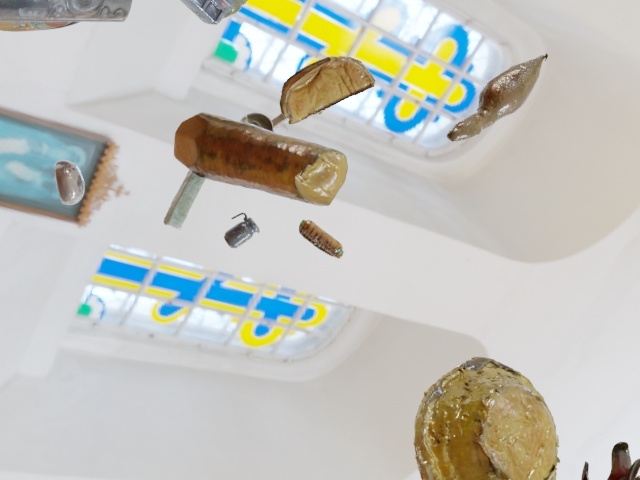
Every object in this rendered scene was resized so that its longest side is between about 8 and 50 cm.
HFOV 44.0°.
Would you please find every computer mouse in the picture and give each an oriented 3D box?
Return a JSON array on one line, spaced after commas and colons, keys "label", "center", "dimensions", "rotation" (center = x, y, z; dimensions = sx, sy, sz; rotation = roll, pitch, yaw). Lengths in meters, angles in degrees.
[{"label": "computer mouse", "center": [-0.382, -0.090, 1.213], "dimensions": [0.096, 0.040, 0.065], "rotation": [-138, -141, -66]}]

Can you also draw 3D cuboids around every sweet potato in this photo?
[{"label": "sweet potato", "center": [0.317, -0.250, 1.436], "dimensions": [0.269, 0.074, 0.075], "rotation": [-41, -151, -21]}]

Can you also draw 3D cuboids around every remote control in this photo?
[{"label": "remote control", "center": [-0.460, -0.406, 1.281], "dimensions": [0.044, 0.378, 0.107], "rotation": [38, -58, 24]}]

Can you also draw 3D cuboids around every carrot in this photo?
[{"label": "carrot", "center": [-0.110, -0.137, 1.329], "dimensions": [0.302, 0.114, 0.114], "rotation": [18, -90, 25]}]

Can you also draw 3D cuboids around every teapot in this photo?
[{"label": "teapot", "center": [-0.195, -0.024, 1.922], "dimensions": [0.083, 0.049, 0.063], "rotation": [-35, -115, 4]}]

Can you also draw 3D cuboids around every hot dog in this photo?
[{"label": "hot dog", "center": [0.000, 0.000, 1.706], "dimensions": [0.049, 0.122, 0.037], "rotation": [-36, -158, 49]}]

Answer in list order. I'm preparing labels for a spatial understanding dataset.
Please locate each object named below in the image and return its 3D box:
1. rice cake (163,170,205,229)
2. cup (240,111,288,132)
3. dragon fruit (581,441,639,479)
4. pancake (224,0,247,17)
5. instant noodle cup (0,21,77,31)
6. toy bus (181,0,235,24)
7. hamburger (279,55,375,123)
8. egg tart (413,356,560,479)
[{"label": "rice cake", "center": [-0.235, -0.099, 1.443], "dimensions": [0.029, 0.033, 0.170], "rotation": [15, -103, 54]}, {"label": "cup", "center": [-0.122, -0.222, 1.639], "dimensions": [0.102, 0.074, 0.099], "rotation": [-56, 171, -15]}, {"label": "dragon fruit", "center": [0.458, 0.428, 1.150], "dimensions": [0.193, 0.192, 0.274], "rotation": [-64, 156, -48]}, {"label": "pancake", "center": [-0.199, -0.581, 1.624], "dimensions": [0.037, 0.254, 0.253], "rotation": [36, -74, 29]}, {"label": "instant noodle cup", "center": [-0.638, -0.606, 1.710], "dimensions": [0.296, 0.297, 0.213], "rotation": [-18, -97, 49]}, {"label": "toy bus", "center": [-0.183, -0.355, 1.038], "dimensions": [0.047, 0.166, 0.065], "rotation": [28, -97, 47]}, {"label": "hamburger", "center": [0.004, -0.399, 2.047], "dimensions": [0.262, 0.130, 0.124], "rotation": [-23, -163, 13]}, {"label": "egg tart", "center": [0.330, 0.370, 1.460], "dimensions": [0.132, 0.342, 0.341], "rotation": [137, -43, -55]}]
